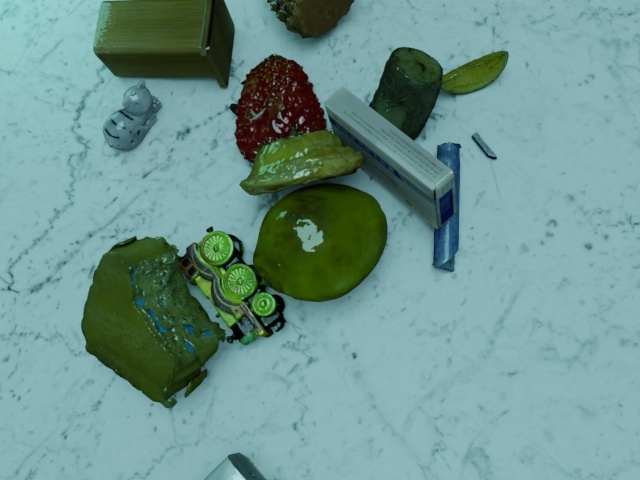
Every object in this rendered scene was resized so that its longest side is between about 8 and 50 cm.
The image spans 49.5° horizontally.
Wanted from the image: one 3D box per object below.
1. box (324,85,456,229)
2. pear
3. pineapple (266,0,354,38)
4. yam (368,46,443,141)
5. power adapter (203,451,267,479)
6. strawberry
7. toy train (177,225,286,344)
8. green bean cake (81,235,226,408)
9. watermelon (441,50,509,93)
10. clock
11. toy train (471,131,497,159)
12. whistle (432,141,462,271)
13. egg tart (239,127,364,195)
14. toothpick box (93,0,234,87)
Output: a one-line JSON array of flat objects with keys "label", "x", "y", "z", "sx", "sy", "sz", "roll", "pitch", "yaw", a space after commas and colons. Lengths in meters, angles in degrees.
[{"label": "box", "x": 0.158, "y": -0.185, "z": 1.571, "sx": 0.065, "sy": 0.200, "sz": 0.343, "roll": -43, "pitch": 65, "yaw": -9}, {"label": "pear", "x": 0.000, "y": 0.000, "z": 1.537, "sx": 0.321, "sy": 0.269, "sz": 0.269, "roll": -30, "pitch": 74, "yaw": -20}, {"label": "pineapple", "x": -0.085, "y": -0.690, "z": 1.764, "sx": 0.223, "sy": 0.223, "sz": 0.357, "roll": -40, "pitch": 67, "yaw": -6}, {"label": "yam", "x": 0.198, "y": -0.336, "z": 1.637, "sx": 0.154, "sy": 0.254, "sz": 0.154, "roll": 6, "pitch": 58, "yaw": -9}, {"label": "power adapter", "x": -0.229, "y": 0.574, "z": 1.439, "sx": 0.255, "sy": 0.187, "sz": 0.124, "roll": -43, "pitch": 75, "yaw": -6}, {"label": "strawberry", "x": -0.120, "y": -0.336, "z": 1.699, "sx": 0.233, "sy": 0.138, "sz": 0.306, "roll": -21, "pitch": 76, "yaw": 0}, {"label": "toy train", "x": -0.205, "y": 0.110, "z": 1.607, "sx": 0.160, "sy": 0.100, "sz": 0.296, "roll": -38, "pitch": 76, "yaw": 2}, {"label": "green bean cake", "x": -0.345, "y": 0.163, "z": 1.526, "sx": 0.310, "sy": 0.202, "sz": 0.285, "roll": 38, "pitch": 121, "yaw": 13}, {"label": "watermelon", "x": 0.367, "y": -0.421, "z": 1.707, "sx": 0.181, "sy": 0.092, "sz": 0.075, "roll": -24, "pitch": 61, "yaw": 7}, {"label": "clock", "x": -0.478, "y": -0.309, "z": 1.728, "sx": 0.080, "sy": 0.117, "sz": 0.176, "roll": 32, "pitch": 81, "yaw": 12}, {"label": "toy train", "x": 0.399, "y": -0.227, "z": 1.687, "sx": 0.017, "sy": 0.017, "sz": 0.083, "roll": -35, "pitch": 75, "yaw": -2}, {"label": "whistle", "x": 0.300, "y": -0.080, "z": 1.634, "sx": 0.062, "sy": 0.062, "sz": 0.304, "roll": 3, "pitch": 76, "yaw": 5}, {"label": "egg tart", "x": -0.047, "y": -0.177, "z": 1.568, "sx": 0.290, "sy": 0.290, "sz": 0.115, "roll": -12, "pitch": 94, "yaw": 1}, {"label": "toothpick box", "x": -0.390, "y": -0.507, "z": 1.746, "sx": 0.308, "sy": 0.190, "sz": 0.188, "roll": 3, "pitch": 77, "yaw": 9}]
